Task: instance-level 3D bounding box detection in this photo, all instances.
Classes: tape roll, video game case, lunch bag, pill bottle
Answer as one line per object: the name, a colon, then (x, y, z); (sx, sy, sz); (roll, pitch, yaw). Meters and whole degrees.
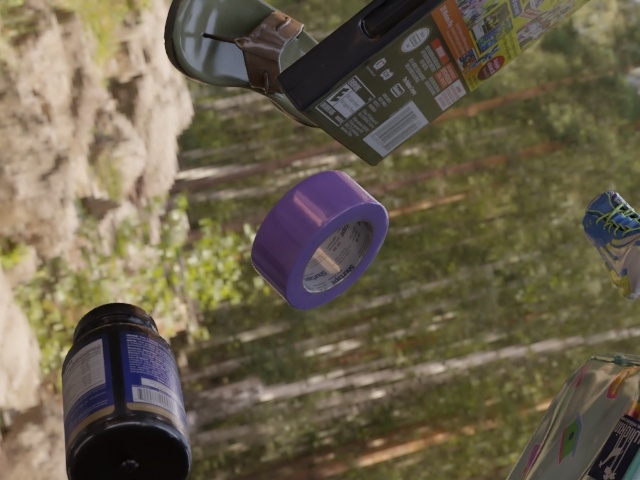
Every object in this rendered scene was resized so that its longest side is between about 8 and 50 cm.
tape roll: (0.000, 0.000, 1.761); (0.080, 0.189, 0.189); (42, -28, 28)
video game case: (0.103, -0.157, 0.911); (0.035, 0.248, 0.275); (54, 8, 11)
lunch bag: (0.182, 0.188, 0.810); (0.108, 0.224, 0.279); (31, -2, 2)
pill bottle: (-0.202, 0.162, 1.290); (0.219, 0.122, 0.123); (-110, -169, -56)

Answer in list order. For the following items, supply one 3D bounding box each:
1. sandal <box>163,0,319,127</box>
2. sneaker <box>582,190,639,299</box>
sandal: (-0.052, -0.212, 1.414); (0.086, 0.302, 0.120); (10, -96, 44)
sneaker: (0.355, 0.000, 1.494); (0.126, 0.091, 0.240); (49, 4, 13)
